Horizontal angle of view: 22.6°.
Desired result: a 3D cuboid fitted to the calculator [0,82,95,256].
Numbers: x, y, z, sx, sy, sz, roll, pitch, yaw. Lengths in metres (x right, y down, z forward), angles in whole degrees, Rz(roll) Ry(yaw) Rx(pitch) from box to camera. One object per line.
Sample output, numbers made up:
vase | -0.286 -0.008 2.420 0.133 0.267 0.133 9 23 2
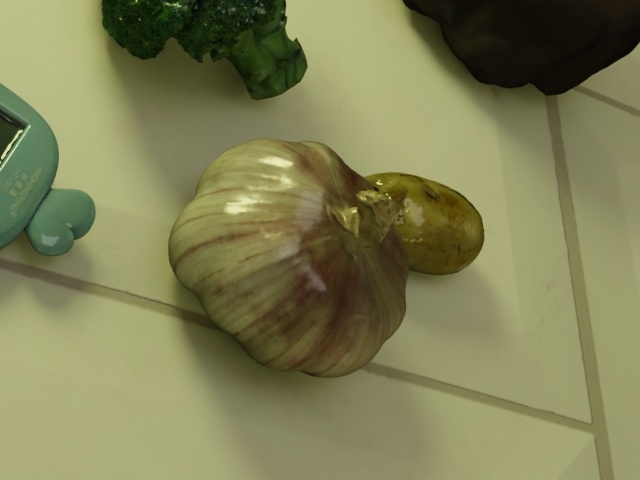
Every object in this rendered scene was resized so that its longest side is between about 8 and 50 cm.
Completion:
calculator | -0.338 -0.085 1.422 0.303 0.042 0.188 37 44 -13

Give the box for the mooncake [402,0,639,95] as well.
mooncake | 0.254 -0.361 1.959 0.381 0.212 0.350 2 65 -41

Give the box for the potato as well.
potato | 0.099 -0.020 1.703 0.170 0.080 0.107 21 63 -29

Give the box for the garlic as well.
garlic | 0.000 0.000 1.492 0.245 0.253 0.245 13 62 -27

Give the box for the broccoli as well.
broccoli | -0.096 -0.267 1.624 0.270 0.270 0.270 57 34 -38
